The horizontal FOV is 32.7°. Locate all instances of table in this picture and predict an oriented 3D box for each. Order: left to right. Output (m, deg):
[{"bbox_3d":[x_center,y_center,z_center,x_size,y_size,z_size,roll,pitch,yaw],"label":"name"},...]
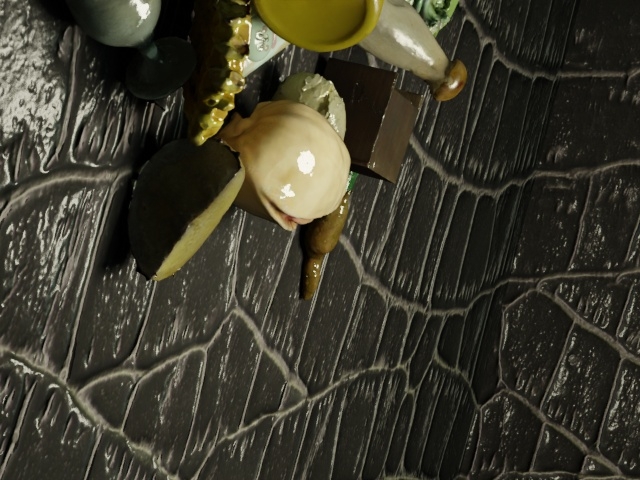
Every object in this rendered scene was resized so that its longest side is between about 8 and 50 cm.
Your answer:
[{"bbox_3d":[0.078,-0.241,2.186,0.169,0.172,0.193,20,88,-65],"label":"table"}]

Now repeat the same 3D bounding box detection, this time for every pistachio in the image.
[{"bbox_3d":[-0.069,-0.126,1.866,0.309,0.230,0.229,34,72,-63],"label":"pistachio"}]

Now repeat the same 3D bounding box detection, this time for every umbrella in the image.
[{"bbox_3d":[-0.276,-0.226,1.656,0.013,0.022,0.122,-50,142,3],"label":"umbrella"}]

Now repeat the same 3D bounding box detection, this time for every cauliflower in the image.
[{"bbox_3d":[0.231,-0.542,2.241,0.256,0.315,0.239,-16,77,-52],"label":"cauliflower"}]

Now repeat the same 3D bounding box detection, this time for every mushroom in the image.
[{"bbox_3d":[0.141,-0.401,2.127,0.350,0.128,0.128,37,60,-14],"label":"mushroom"}]

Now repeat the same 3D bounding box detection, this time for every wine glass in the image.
[{"bbox_3d":[-0.267,-0.308,1.508,0.126,0.126,0.241,-66,151,-21],"label":"wine glass"}]

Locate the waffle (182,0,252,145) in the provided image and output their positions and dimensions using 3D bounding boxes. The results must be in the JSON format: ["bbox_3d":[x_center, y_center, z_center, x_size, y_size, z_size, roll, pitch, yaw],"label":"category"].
[{"bbox_3d":[-0.153,-0.291,1.627,0.283,0.065,0.309,150,-55,-68],"label":"waffle"}]

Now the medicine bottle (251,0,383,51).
[{"bbox_3d":[0.027,-0.522,1.838,0.224,0.224,0.384,71,28,-48],"label":"medicine bottle"}]

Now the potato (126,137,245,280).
[{"bbox_3d":[-0.225,-0.062,1.716,0.243,0.138,0.098,-51,166,1],"label":"potato"}]

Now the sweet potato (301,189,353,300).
[{"bbox_3d":[-0.002,0.001,2.262,0.075,0.075,0.269,-27,142,-58],"label":"sweet potato"}]

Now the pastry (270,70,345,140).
[{"bbox_3d":[-0.022,-0.233,2.009,0.088,0.166,0.165,-55,147,-34],"label":"pastry"}]

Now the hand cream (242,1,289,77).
[{"bbox_3d":[-0.088,-0.382,1.898,0.306,0.093,0.147,-40,138,-39],"label":"hand cream"}]

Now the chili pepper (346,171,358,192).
[{"bbox_3d":[0.043,-0.118,2.318,0.088,0.059,0.226,42,69,-56],"label":"chili pepper"}]
